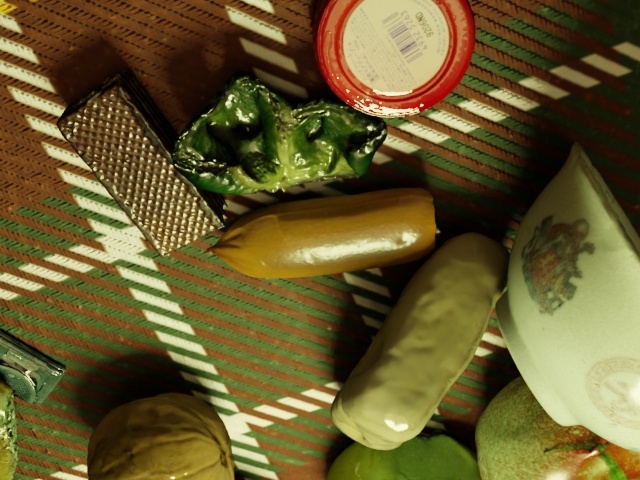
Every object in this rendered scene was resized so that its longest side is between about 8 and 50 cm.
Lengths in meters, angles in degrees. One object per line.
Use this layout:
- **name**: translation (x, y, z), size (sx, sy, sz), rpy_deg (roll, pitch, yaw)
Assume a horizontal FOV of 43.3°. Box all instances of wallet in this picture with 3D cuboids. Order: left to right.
- **wallet**: translation (-0.469, 0.199, 1.241), size (0.129, 0.026, 0.088), rpy_deg (36, 111, -20)

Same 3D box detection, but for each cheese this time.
- **cheese**: translation (0.150, 0.149, 1.169), size (0.130, 0.351, 0.328), rpy_deg (34, 75, 9)

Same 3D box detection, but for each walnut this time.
- **walnut**: translation (-0.243, 0.338, 1.218), size (0.228, 0.228, 0.228), rpy_deg (-1, 119, -2)

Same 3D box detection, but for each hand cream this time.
- **hand cream**: translation (0.083, -0.251, 0.960), size (0.193, 0.125, 0.193), rpy_deg (-1, 121, -1)

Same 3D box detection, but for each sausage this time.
- **sausage**: translation (-0.002, -0.005, 1.107), size (0.328, 0.112, 0.112), rpy_deg (-7, 119, 3)

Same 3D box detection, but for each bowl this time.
- **bowl**: translation (0.347, 0.109, 1.006), size (0.196, 0.435, 0.435), rpy_deg (-31, 116, 19)

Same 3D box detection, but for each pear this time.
- **pear**: translation (0.135, 0.421, 1.246), size (0.292, 0.292, 0.159), rpy_deg (3, 115, -4)

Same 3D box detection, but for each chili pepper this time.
- **chili pepper**: translation (-0.059, -0.132, 1.032), size (0.265, 0.116, 0.148), rpy_deg (-7, 157, -7)

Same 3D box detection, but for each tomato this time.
- **tomato**: translation (0.380, 0.318, 1.213), size (0.304, 0.239, 0.303), rpy_deg (-8, 117, -15)

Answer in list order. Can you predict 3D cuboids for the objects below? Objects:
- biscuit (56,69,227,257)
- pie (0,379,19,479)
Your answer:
- **biscuit**: translation (-0.228, -0.094, 1.065), size (0.106, 0.070, 0.252), rpy_deg (-27, 117, 13)
- **pie**: translation (-0.616, 0.303, 1.234), size (0.288, 0.103, 0.354), rpy_deg (4, 129, -15)
